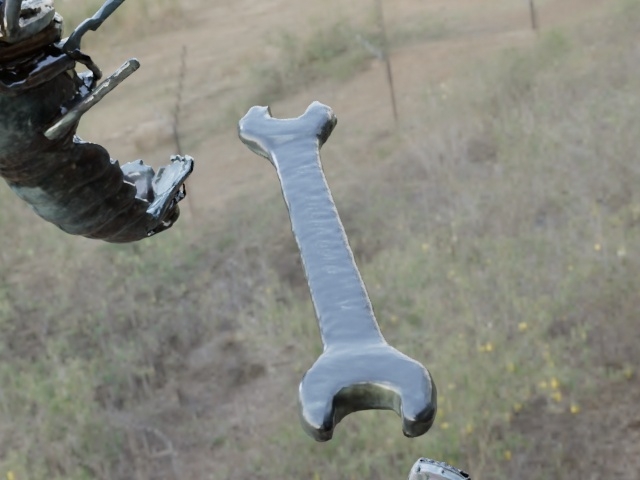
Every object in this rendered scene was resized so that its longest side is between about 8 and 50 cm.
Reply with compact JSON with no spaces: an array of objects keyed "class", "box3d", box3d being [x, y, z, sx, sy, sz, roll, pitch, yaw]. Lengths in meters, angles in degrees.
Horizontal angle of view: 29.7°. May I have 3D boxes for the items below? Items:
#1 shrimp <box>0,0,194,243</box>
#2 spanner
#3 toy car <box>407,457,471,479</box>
[{"class":"shrimp","box3d":[-0.206,-0.117,0.825,0.221,0.410,0.166,8,54,27]},{"class":"spanner","box3d":[0.000,0.000,0.532,0.054,0.015,0.254,-14,36,-2]},{"class":"toy car","box3d":[0.073,0.179,0.770,0.041,0.093,0.025,17,34,22]}]
